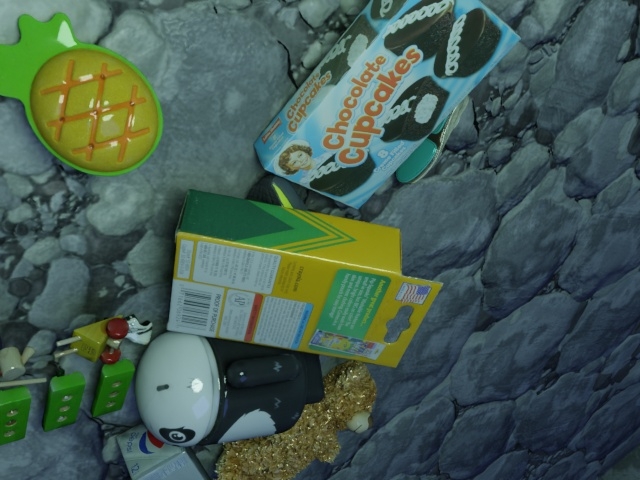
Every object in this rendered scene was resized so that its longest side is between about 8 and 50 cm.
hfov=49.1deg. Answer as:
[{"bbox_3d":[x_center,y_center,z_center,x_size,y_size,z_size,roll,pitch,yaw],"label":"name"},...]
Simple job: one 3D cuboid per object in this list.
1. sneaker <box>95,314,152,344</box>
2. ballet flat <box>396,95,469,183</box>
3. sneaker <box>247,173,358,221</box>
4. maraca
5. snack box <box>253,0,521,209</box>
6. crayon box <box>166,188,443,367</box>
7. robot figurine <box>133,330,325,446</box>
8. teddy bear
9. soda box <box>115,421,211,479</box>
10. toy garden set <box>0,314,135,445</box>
[{"bbox_3d":[-0.271,0.117,0.967,0.083,0.032,0.037,21,85,-40],"label":"sneaker"},{"bbox_3d":[0.174,-0.153,1.056,0.052,0.057,0.168,8,118,-50],"label":"ballet flat"},{"bbox_3d":[0.000,0.000,1.028,0.121,0.111,0.300,-57,135,-22],"label":"sneaker"},{"bbox_3d":[-0.251,-0.149,0.732,0.186,0.099,0.127,43,82,-21],"label":"maraca"},{"bbox_3d":[0.083,-0.191,0.909,0.187,0.060,0.322,20,123,-42],"label":"snack box"},{"bbox_3d":[-0.028,0.058,0.916,0.323,0.083,0.203,11,137,-7],"label":"crayon box"},{"bbox_3d":[-0.130,0.209,1.026,0.278,0.173,0.209,2,121,-36],"label":"robot figurine"},{"bbox_3d":[-0.033,0.355,1.251,0.338,0.113,0.245,-23,134,-20],"label":"teddy bear"},{"bbox_3d":[-0.231,0.407,1.159,0.091,0.098,0.286,-28,134,-13],"label":"soda box"},{"bbox_3d":[-0.362,0.179,0.894,0.244,0.049,0.204,-10,143,-36],"label":"toy garden set"}]
